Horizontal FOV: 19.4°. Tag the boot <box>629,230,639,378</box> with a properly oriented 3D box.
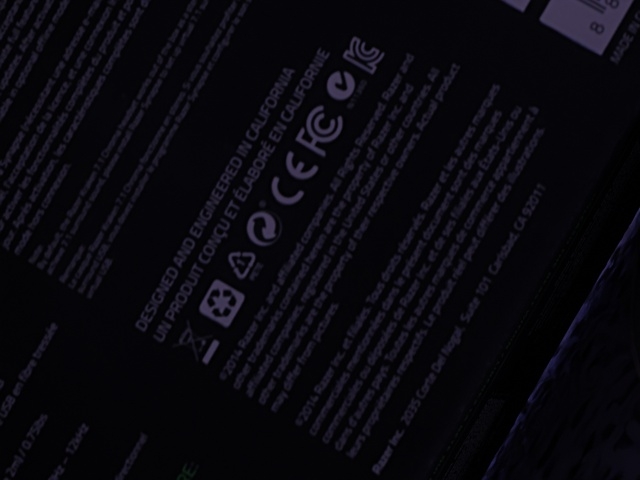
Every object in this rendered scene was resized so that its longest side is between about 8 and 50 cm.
[{"bbox_3d":[0.090,0.018,0.295,0.189,0.076,0.208,-48,12,-11],"label":"boot"}]

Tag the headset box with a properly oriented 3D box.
[{"bbox_3d":[0.000,0.000,0.480,0.246,0.131,0.283,-60,-10,2],"label":"headset box"}]
